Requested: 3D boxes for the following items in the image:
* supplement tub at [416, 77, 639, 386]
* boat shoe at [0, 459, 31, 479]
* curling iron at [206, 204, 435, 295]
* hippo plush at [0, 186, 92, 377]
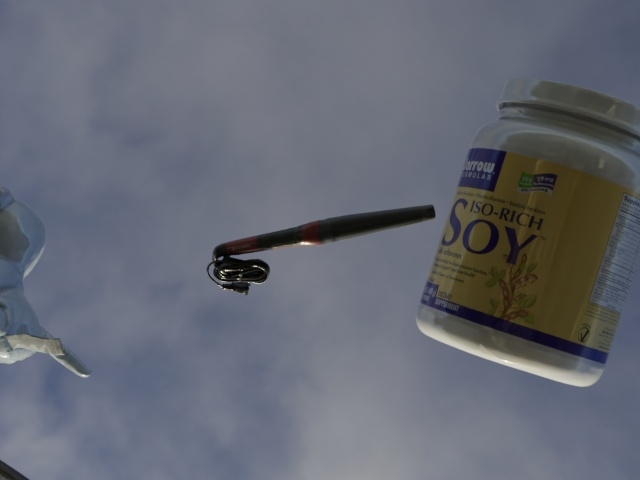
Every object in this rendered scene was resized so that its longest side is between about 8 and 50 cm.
[{"bbox_3d":[0.276,-0.010,1.276,0.241,0.241,0.331,17,-90,9],"label":"supplement tub"},{"bbox_3d":[-0.273,0.112,0.536,0.355,0.130,0.132,31,-51,18],"label":"boat shoe"},{"bbox_3d":[0.000,0.000,1.201,0.274,0.035,0.068,-18,-51,3],"label":"curling iron"},{"bbox_3d":[-0.472,0.038,1.413,0.294,0.234,0.237,1,-115,9],"label":"hippo plush"}]
